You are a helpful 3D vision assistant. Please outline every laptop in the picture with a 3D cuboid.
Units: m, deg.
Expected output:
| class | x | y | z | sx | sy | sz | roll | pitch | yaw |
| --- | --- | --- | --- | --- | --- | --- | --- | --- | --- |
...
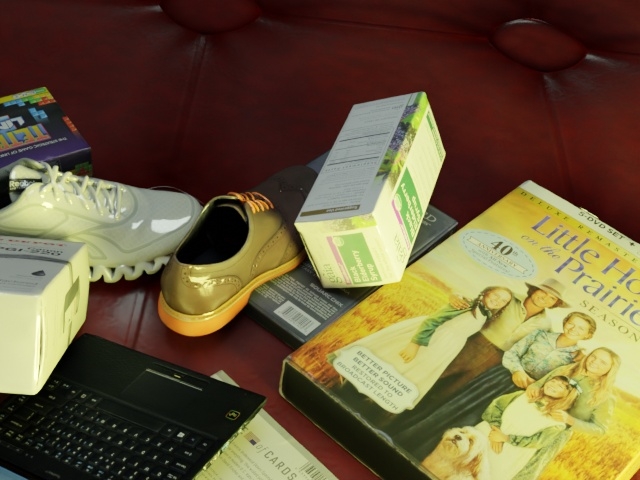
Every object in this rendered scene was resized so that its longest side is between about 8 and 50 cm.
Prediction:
| class | x | y | z | sx | sy | sz | roll | pitch | yaw |
| --- | --- | --- | --- | --- | --- | --- | --- | --- | --- |
| laptop | -0.221 | 0.138 | 0.853 | 0.234 | 0.137 | 0.264 | 15 | 40 | 31 |

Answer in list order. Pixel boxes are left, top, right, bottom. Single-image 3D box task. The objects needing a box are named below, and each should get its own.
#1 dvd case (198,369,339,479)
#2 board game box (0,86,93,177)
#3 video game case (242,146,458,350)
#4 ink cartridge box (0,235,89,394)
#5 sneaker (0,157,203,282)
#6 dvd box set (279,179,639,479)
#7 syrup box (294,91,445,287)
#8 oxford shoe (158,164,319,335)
| class | x | y | z | sx | sy | sz | roll | pitch | yaw |
| --- | --- | --- | --- | --- | --- | --- | --- | --- | --- |
| dvd case | -0.123 | 0.230 | 0.889 | 0.238 | 0.030 | 0.179 | -29 | 54 | -34 |
| board game box | -0.377 | -0.109 | 1.203 | 0.170 | 0.048 | 0.141 | -21 | 49 | -28 |
| video game case | 0.000 | 0.000 | 1.160 | 0.196 | 0.026 | 0.274 | 34 | 48 | 26 |
| ink cartridge box | -0.309 | 0.058 | 0.930 | 0.158 | 0.092 | 0.218 | 5 | 10 | -4 |
| sneaker | -0.267 | -0.027 | 1.073 | 0.292 | 0.118 | 0.110 | -2 | 41 | -8 |
| dvd box set | 0.212 | 0.117 | 1.038 | 0.307 | 0.062 | 0.420 | 36 | 50 | 27 |
| syrup box | 0.061 | -0.059 | 1.122 | 0.096 | 0.093 | 0.237 | -7 | 36 | 26 |
| oxford shoe | -0.069 | -0.014 | 1.073 | 0.096 | 0.098 | 0.271 | 23 | 45 | 16 |
